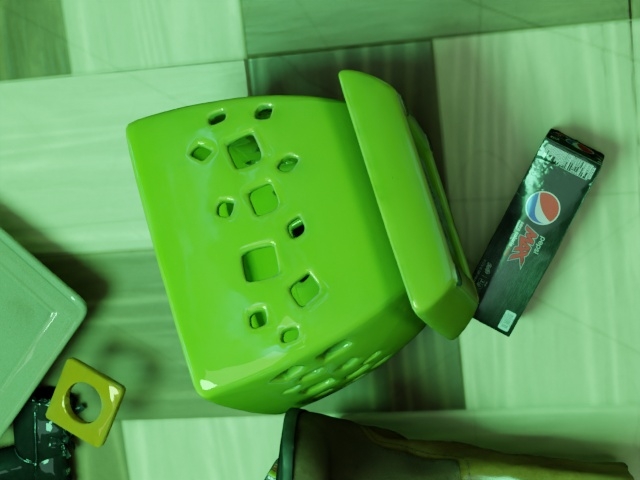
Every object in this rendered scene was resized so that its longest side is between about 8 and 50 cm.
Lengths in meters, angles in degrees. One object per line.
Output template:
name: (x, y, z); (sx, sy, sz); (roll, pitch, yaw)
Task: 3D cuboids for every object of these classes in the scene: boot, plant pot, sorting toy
boot: (0.112, 0.204, 1.083); (0.280, 0.264, 0.096); (5, 78, 14)
plant pot: (0.000, 0.000, 1.059); (0.207, 0.227, 0.228); (-19, 76, 9)
boot: (-0.290, 0.191, 1.282); (0.121, 0.045, 0.099); (5, 104, 7)
sorting toy: (-0.323, 0.077, 1.253); (0.348, 0.047, 0.196); (39, 107, 13)

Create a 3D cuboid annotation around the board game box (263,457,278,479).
board game box: (-0.002, 0.306, 1.240); (0.170, 0.048, 0.141); (30, 105, 6)

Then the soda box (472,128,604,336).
soda box: (0.177, -0.007, 1.123); (0.053, 0.060, 0.169); (28, 108, 7)
